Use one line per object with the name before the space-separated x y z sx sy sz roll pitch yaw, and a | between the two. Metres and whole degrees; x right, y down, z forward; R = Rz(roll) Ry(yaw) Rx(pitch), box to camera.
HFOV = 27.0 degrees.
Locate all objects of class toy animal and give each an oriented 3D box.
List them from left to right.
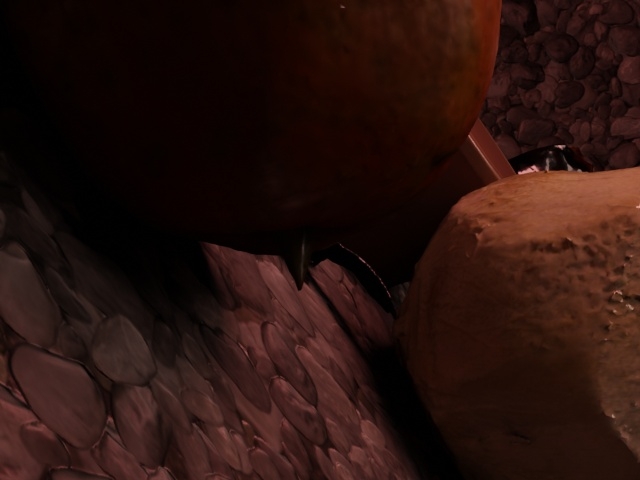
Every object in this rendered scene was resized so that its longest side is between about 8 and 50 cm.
toy animal | 0.000 0.000 1.399 0.220 0.062 0.108 46 9 19

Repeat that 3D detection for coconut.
coconut | 0.252 0.111 1.431 0.404 0.405 0.404 51 13 -16

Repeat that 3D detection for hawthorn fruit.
hawthorn fruit | -0.043 -0.156 1.018 0.403 0.403 0.403 51 13 -16

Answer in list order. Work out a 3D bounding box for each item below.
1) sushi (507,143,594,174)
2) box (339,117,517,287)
sushi | 0.373 0.009 2.252 0.294 0.281 0.299 66 9 22
box | 0.108 -0.087 1.677 0.301 0.216 0.301 50 15 -19
